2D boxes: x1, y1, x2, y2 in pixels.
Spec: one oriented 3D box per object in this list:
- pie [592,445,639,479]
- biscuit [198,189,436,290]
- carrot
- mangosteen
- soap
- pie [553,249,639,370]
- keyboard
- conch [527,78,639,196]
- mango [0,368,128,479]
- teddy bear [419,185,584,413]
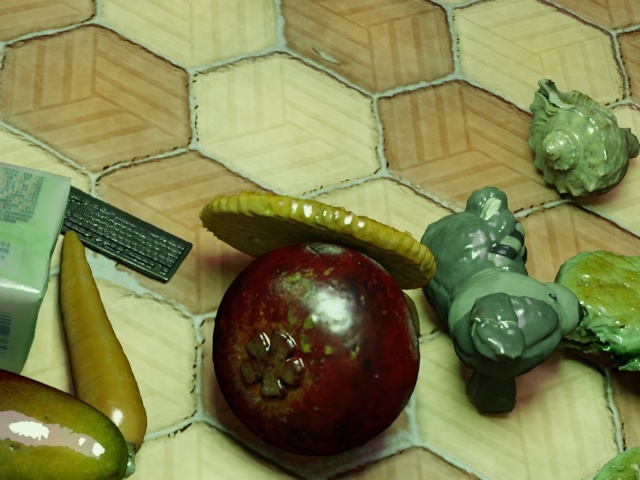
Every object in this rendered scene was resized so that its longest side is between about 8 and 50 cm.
[{"bbox_3d":[0.394,0.314,1.865,0.277,0.078,0.277,7,47,-8],"label":"pie"},{"bbox_3d":[0.000,0.000,1.932,0.254,0.254,0.035,16,76,-2],"label":"biscuit"},{"bbox_3d":[-0.230,0.106,1.876,0.069,0.069,0.336,-3,46,-20],"label":"carrot"},{"bbox_3d":[0.009,0.105,1.871,0.215,0.215,0.257,38,19,18],"label":"mangosteen"},{"bbox_3d":[-0.368,0.014,1.863,0.199,0.138,0.182,12,47,-7],"label":"soap"},{"bbox_3d":[0.420,0.118,2.010,0.296,0.078,0.371,-15,41,-39],"label":"pie"},{"bbox_3d":[-0.238,-0.019,2.022,0.196,0.015,0.074,26,46,7],"label":"keyboard"},{"bbox_3d":[0.319,-0.129,2.218,0.207,0.130,0.155,-16,84,-49],"label":"conch"},{"bbox_3d":[-0.309,0.185,1.741,0.267,0.111,0.133,16,40,7],"label":"mango"},{"bbox_3d":[0.195,0.083,1.962,0.144,0.171,0.251,-8,39,-9],"label":"teddy bear"}]
